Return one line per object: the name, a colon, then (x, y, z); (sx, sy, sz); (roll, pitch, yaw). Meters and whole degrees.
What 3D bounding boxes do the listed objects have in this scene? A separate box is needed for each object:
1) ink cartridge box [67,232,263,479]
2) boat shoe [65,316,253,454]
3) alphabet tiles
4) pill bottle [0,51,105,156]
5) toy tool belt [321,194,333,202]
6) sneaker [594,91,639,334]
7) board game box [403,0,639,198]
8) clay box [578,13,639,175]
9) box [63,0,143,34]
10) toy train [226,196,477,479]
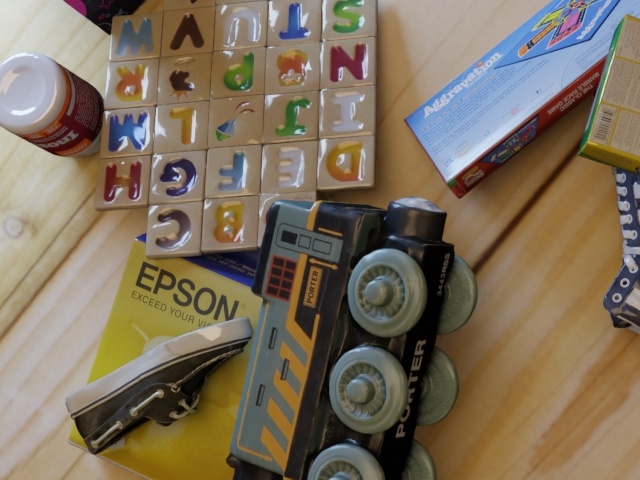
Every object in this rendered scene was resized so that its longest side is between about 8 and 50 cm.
ink cartridge box: (-0.067, 0.112, 1.677); (0.303, 0.072, 0.307); (21, 100, 22)
boat shoe: (-0.145, 0.139, 1.638); (0.219, 0.078, 0.070); (-29, 79, 28)
alphabet tiles: (-0.084, -0.143, 1.737); (0.285, 0.011, 0.343); (-4, 64, 11)
pill bottle: (-0.273, -0.135, 1.775); (0.086, 0.152, 0.086); (-4, 78, 17)
toy tool belt: (0.000, 0.000, 1.713); (0.051, 0.052, 0.083); (-24, 73, 21)
sneaker: (0.297, -0.020, 1.594); (0.153, 0.099, 0.282); (-34, 74, 7)
board game box: (0.215, -0.166, 1.645); (0.281, 0.027, 0.145); (-38, 33, 8)
clay box: (0.353, -0.104, 1.522); (0.222, 0.053, 0.127); (18, 79, 1)
box: (-0.263, -0.346, 1.763); (0.142, 0.247, 0.163); (-44, 70, 4)
toy train: (0.019, 0.115, 1.546); (0.190, 0.142, 0.334); (16, 99, 31)
